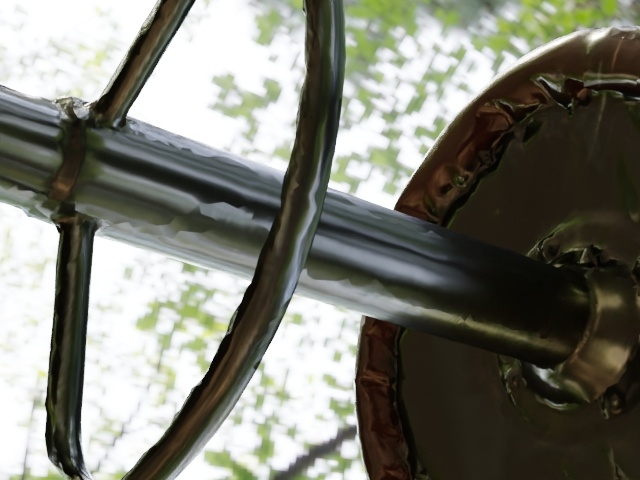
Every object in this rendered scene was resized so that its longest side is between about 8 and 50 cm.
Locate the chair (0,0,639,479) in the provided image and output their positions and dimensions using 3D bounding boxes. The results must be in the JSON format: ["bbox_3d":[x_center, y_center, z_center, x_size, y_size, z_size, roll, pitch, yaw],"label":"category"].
[{"bbox_3d":[0.000,0.000,0.600,0.226,0.401,0.226,-21,-119,44],"label":"chair"}]
